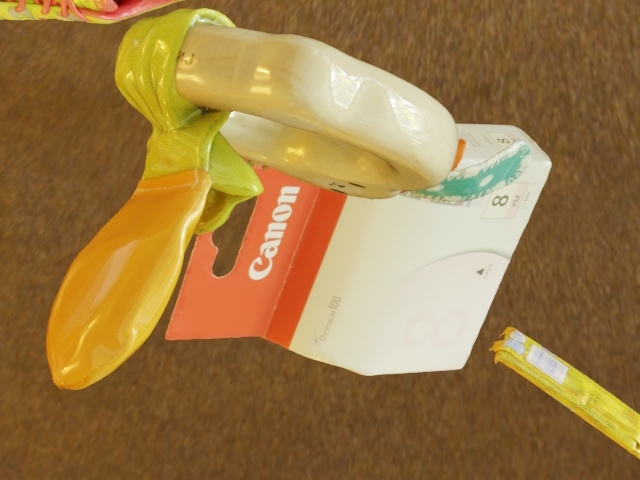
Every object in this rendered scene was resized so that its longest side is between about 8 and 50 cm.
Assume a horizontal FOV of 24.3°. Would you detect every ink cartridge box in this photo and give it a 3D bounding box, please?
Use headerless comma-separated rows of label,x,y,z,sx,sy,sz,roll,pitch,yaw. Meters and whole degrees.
ink cartridge box,0.029,0.009,1.031,0.232,0.066,0.189,-4,128,-36

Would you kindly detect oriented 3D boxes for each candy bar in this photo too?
candy bar,0.206,0.123,1.193,0.161,0.040,0.018,34,140,-3

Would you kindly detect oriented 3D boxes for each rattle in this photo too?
rattle,0.000,0.000,0.573,0.130,0.200,0.142,-6,72,24

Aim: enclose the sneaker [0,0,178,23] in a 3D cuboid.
sneaker,-0.160,-0.168,0.905,0.208,0.094,0.081,-13,123,-17
